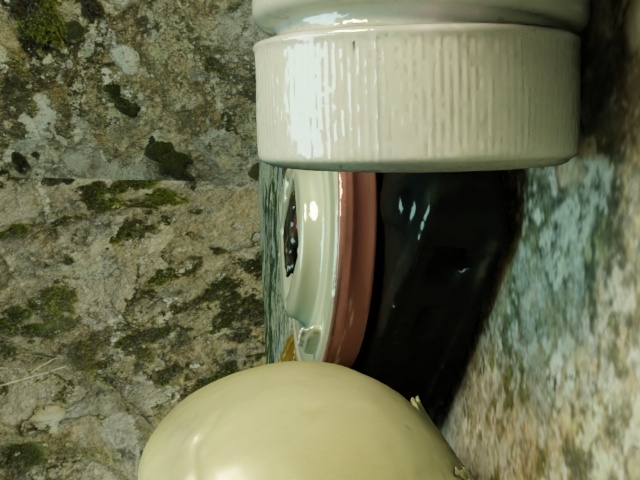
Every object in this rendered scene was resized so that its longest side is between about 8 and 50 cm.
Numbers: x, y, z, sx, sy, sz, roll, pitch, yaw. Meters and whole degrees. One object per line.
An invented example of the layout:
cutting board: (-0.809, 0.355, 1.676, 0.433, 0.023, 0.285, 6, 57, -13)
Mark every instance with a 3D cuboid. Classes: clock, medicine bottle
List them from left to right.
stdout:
clock: (-0.002, 0.000, 0.768, 0.244, 0.056, 0.244, -176, 90, -82)
medicine bottle: (0.057, -0.202, 0.507, 0.190, 0.190, 0.332, -157, 68, -82)

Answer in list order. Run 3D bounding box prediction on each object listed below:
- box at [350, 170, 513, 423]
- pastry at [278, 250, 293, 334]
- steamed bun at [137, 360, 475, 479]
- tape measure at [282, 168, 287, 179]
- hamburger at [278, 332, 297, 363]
box: (0.065, -0.036, 0.816, 0.359, 0.091, 0.350, 102, 166, -47)
pastry: (0.013, 0.092, 1.157, 0.258, 0.121, 0.089, 90, -158, -52)
steamed bun: (0.017, 0.243, 0.614, 0.312, 0.233, 0.334, 149, 103, -80)
tape measure: (0.015, -0.062, 1.095, 0.125, 0.118, 0.074, 73, -174, -47)
hamburger: (0.016, 0.224, 1.009, 0.211, 0.132, 0.309, 123, 146, -71)
